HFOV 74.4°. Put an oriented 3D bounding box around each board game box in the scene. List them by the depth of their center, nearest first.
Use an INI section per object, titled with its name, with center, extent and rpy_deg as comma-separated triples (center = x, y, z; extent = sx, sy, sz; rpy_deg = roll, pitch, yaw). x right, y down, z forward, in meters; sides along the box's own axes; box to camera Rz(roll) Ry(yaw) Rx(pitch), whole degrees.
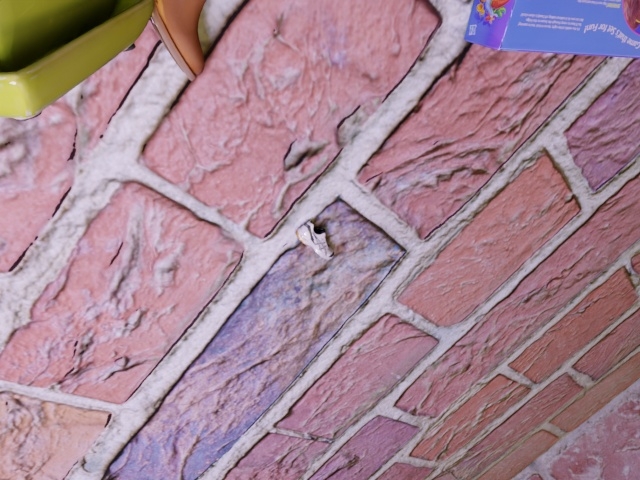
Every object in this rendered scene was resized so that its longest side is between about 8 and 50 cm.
[board game box]
center = 0.379, -0.366, 0.540
extent = 0.347, 0.078, 0.233
rpy_deg = -6, 125, -19

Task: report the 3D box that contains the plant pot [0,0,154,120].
[plant pot]
center = -0.249, -0.210, 0.263
extent = 0.228, 0.227, 0.207
rpy_deg = 5, 132, 3

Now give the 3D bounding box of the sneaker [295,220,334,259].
[sneaker]
center = 0.000, 0.000, 0.668
extent = 0.037, 0.032, 0.083
rpy_deg = -44, 129, 11

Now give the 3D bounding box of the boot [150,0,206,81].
[boot]
center = -0.105, -0.270, 0.409
extent = 0.152, 0.073, 0.197
rpy_deg = -23, 132, -11
